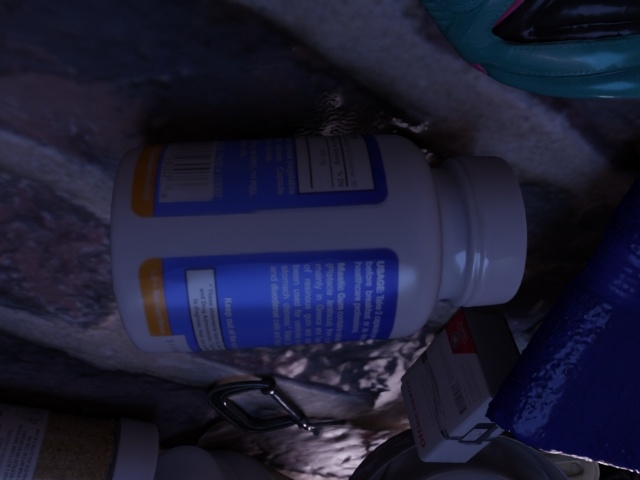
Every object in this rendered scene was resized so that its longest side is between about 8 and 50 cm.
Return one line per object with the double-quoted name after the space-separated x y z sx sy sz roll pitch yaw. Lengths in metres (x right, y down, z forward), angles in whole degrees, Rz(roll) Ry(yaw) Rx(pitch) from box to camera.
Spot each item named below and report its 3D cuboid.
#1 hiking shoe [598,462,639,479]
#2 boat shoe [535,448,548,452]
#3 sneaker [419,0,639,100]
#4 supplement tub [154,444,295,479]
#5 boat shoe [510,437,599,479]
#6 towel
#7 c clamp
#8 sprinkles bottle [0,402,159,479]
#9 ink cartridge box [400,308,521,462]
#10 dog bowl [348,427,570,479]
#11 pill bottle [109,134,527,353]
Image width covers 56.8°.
0.440 0.405 0.962 0.226 0.086 0.114 -21 161 38 "hiking shoe"
0.376 0.170 0.692 0.320 0.118 0.103 -18 136 24 "boat shoe"
0.189 -0.166 0.303 0.295 0.124 0.178 -16 131 22 "sneaker"
-0.108 0.437 0.826 0.235 0.236 0.325 -26 133 20 "supplement tub"
0.291 0.340 0.886 0.232 0.084 0.079 7 159 -9 "boat shoe"
0.307 0.065 0.538 0.227 0.076 0.308 20 108 -20 "towel"
-0.062 0.210 0.752 0.137 0.022 0.161 -18 137 20 "c clamp"
-0.374 0.244 0.675 0.355 0.121 0.121 17 132 -22 "sprinkles bottle"
0.159 0.167 0.664 0.063 0.109 0.151 9 135 -20 "ink cartridge box"
0.171 0.403 0.775 0.348 0.102 0.349 0 93 -8 "dog bowl"
0.000 0.000 0.439 0.271 0.152 0.152 -3 137 -4 "pill bottle"
